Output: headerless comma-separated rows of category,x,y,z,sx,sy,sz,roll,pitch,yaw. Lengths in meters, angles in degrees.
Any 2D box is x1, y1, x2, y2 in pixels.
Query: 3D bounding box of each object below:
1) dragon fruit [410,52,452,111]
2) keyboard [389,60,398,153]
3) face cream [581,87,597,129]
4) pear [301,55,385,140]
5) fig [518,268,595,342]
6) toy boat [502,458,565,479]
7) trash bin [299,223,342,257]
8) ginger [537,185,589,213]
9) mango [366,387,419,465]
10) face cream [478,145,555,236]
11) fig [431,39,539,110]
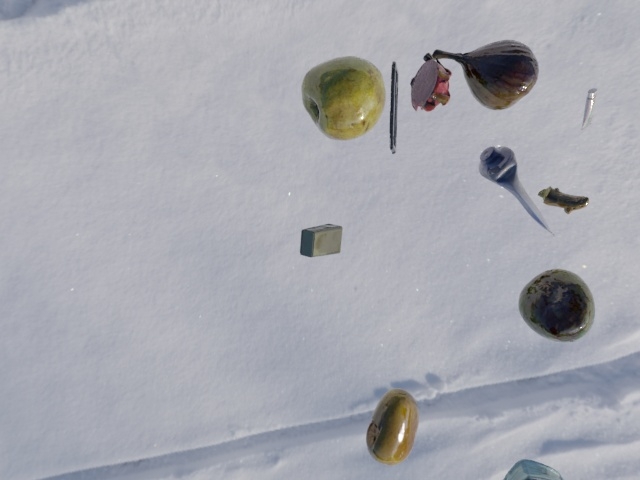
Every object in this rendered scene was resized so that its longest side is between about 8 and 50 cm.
dragon fruit,0.259,-0.350,1.054,0.068,0.126,0.112,10,138,-24
keyboard,0.222,-0.399,1.395,0.016,0.106,0.263,2,90,16
face cream,0.722,-0.351,1.230,0.038,0.020,0.115,-31,134,-9
pear,0.092,-0.527,1.673,0.303,0.304,0.304,-1,104,-2
fig,0.628,0.180,1.208,0.181,0.181,0.191,-33,115,6
toy boat,0.500,0.584,1.059,0.145,0.133,0.332,-24,131,14
trash bin,0.000,0.000,0.951,0.043,0.092,0.061,14,104,37
ginger,0.675,-0.114,1.286,0.137,0.044,0.058,25,89,36
mango,0.212,0.541,1.345,0.167,0.130,0.262,-11,118,-43
face cream,0.753,-0.203,1.759,0.137,0.235,0.420,-40,117,22
fig,0.503,-0.534,1.442,0.320,0.217,0.217,13,103,-3
